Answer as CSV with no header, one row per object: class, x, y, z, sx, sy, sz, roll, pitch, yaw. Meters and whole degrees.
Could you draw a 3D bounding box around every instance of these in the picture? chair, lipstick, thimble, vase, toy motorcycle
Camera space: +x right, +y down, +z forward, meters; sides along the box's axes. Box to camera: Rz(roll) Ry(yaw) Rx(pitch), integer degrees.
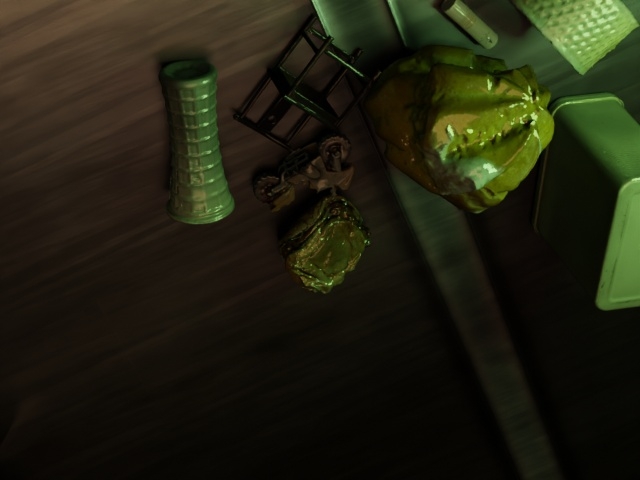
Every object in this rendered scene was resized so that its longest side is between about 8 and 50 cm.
chair,-0.030,-0.283,1.946,0.154,0.141,0.260,29,108,-31
lipstick,0.300,-0.436,1.998,0.141,0.040,0.040,32,110,-33
thimble,0.461,-0.459,1.893,0.150,0.271,0.270,-43,125,17
vase,-0.247,-0.193,1.943,0.143,0.143,0.299,-9,123,-11
toy motorcycle,-0.023,-0.128,2.080,0.229,0.094,0.130,-30,129,11

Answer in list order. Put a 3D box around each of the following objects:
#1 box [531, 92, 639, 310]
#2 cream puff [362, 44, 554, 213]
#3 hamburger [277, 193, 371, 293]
box,0.610,-0.083,2.149,0.177,0.344,0.352,-6,126,-10
cream puff,0.294,-0.245,1.921,0.378,0.378,0.275,15,134,-25
hamburger,0.000,0.000,2.170,0.206,0.130,0.183,-46,134,-1
